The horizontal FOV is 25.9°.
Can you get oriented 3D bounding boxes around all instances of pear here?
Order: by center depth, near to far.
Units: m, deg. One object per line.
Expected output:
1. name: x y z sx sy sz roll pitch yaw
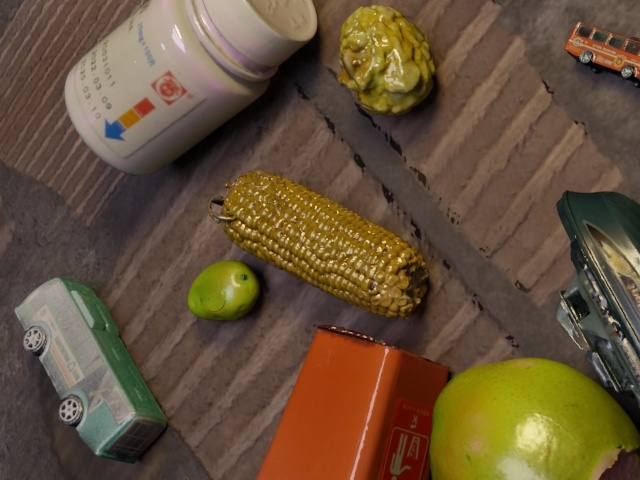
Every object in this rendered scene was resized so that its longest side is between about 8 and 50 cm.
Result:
1. pear: 0.187 0.200 1.277 0.219 0.187 0.187 17 93 42

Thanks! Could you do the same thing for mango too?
1. mango: -0.116 0.061 1.634 0.108 0.056 0.073 -21 64 39

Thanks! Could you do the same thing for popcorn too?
1. popcorn: 0.064 -0.190 1.499 0.106 0.116 0.121 -32 104 40

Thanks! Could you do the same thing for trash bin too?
1. trash bin: 0.022 0.216 1.435 0.184 0.161 0.239 9 80 40

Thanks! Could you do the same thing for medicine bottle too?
1. medicine bottle: -0.154 -0.212 1.643 0.293 0.170 0.170 -32 62 32

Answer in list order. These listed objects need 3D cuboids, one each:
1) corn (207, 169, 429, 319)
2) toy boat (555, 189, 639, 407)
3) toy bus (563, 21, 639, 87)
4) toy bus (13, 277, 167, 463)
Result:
1. corn: 0.000 0.000 1.523 0.293 0.106 0.106 24 97 39
2. toy boat: 0.290 0.072 1.255 0.122 0.114 0.296 -38 60 18
3. toy bus: 0.290 -0.180 1.358 0.110 0.031 0.043 29 94 40
4. toy bus: -0.291 0.161 1.747 0.109 0.091 0.262 -44 58 13
